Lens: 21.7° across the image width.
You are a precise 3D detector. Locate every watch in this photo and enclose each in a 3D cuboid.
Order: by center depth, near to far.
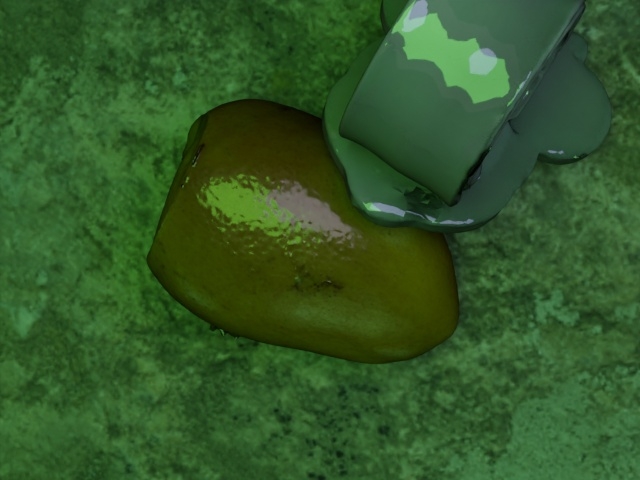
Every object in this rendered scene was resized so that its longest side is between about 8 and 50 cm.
[{"bbox_3d":[0.124,-0.132,1.234,0.211,0.217,0.248,35,63,4],"label":"watch"}]

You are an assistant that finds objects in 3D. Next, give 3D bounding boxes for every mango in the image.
[{"bbox_3d":[0.000,0.000,1.345,0.257,0.138,0.187,19,78,-6],"label":"mango"}]
